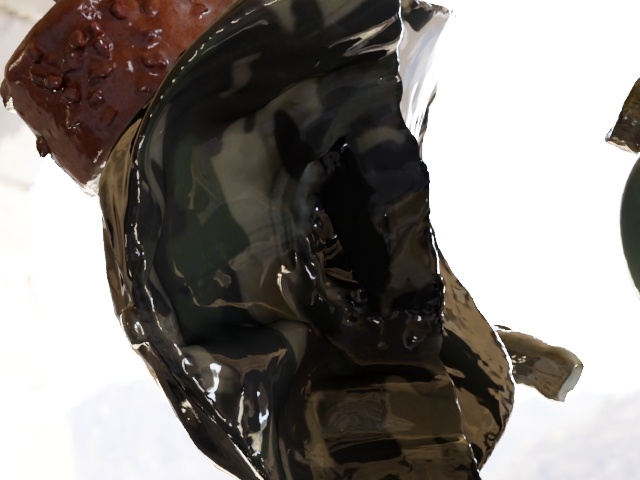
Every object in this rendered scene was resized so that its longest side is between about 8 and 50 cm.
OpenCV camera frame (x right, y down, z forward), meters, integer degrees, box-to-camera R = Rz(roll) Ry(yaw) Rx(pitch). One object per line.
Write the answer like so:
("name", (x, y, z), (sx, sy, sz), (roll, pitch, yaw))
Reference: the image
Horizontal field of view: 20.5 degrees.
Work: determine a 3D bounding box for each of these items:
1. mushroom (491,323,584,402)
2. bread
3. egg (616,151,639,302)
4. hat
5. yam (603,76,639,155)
("mushroom", (0.203, 0.120, 1.747), (0.054, 0.059, 0.202), (9, 1, -24))
("bread", (-0.104, -0.128, 1.157), (0.212, 0.142, 0.224), (-34, -8, -25))
("egg", (0.337, 0.029, 0.954), (0.371, 0.230, 0.230), (22, 3, 19))
("hat", (0.000, 0.000, 1.081), (0.257, 0.366, 0.381), (-9, 5, -5))
("yam", (0.379, -0.054, 1.425), (0.299, 0.066, 0.066), (23, -1, 11))
